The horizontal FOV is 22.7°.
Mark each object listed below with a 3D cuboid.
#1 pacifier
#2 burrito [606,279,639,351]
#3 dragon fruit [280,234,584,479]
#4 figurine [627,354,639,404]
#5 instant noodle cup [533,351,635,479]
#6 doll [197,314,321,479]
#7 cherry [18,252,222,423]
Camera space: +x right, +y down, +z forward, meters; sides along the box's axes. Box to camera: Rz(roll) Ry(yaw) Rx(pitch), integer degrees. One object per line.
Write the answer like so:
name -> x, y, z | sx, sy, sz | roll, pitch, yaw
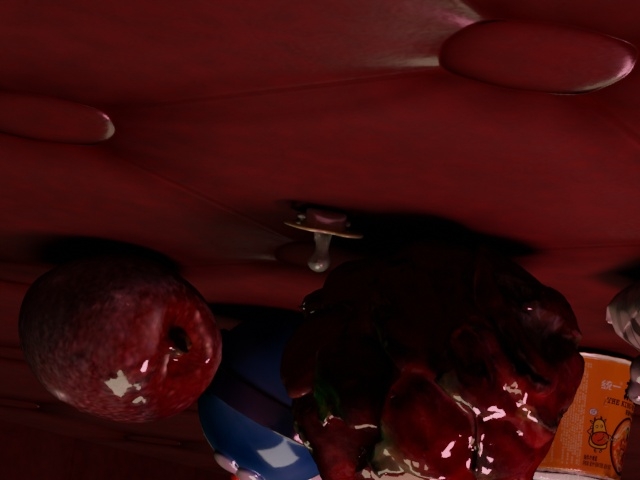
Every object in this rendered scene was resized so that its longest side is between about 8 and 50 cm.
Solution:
pacifier -> 0.000, 0.000, 1.640 | 0.083, 0.064, 0.068 | 10, -177, -13
burrito -> 0.422, 0.069, 1.607 | 0.139, 0.101, 0.445 | 32, 168, -8
dragon fruit -> 0.116, 0.146, 1.691 | 0.329, 0.329, 0.329 | 6, 166, 2
figurine -> 0.495, 0.184, 1.810 | 0.207, 0.166, 0.387 | -14, -169, -20
instant noodle cup -> 0.347, 0.254, 2.262 | 0.215, 0.172, 0.216 | 7, 167, 2
doll -> -0.048, 0.221, 2.217 | 0.284, 0.240, 0.310 | 30, -172, 16
cherry -> -0.251, 0.115, 1.942 | 0.300, 0.203, 0.230 | 13, 175, 37
